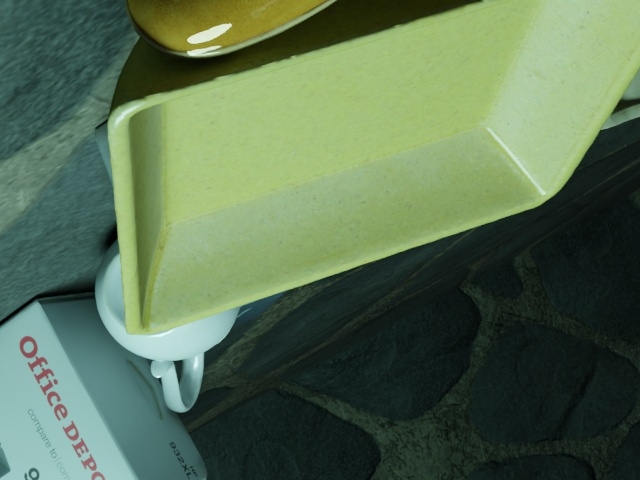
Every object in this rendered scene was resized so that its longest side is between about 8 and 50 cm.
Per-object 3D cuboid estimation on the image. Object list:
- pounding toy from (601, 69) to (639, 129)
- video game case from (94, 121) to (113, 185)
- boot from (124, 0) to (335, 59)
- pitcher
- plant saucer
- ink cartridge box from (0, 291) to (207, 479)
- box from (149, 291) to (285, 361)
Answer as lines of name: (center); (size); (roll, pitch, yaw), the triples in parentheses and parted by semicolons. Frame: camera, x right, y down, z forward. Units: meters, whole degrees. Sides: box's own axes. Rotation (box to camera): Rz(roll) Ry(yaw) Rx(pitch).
pounding toy: (0.342, -0.226, 1.431); (0.270, 0.154, 0.154); (-19, -164, -13)
video game case: (0.010, -0.083, 0.966); (0.244, 0.061, 0.269); (-30, 157, 16)
boot: (0.003, -0.202, 0.511); (0.295, 0.104, 0.211); (-38, 164, 8)
pitcher: (-0.132, 0.072, 1.199); (0.126, 0.177, 0.207); (5, 176, 8)
plant saucer: (0.025, -0.076, 0.794); (0.333, 0.081, 0.333); (-19, 160, -14)
ink cartridge box: (-0.298, 0.223, 1.270); (0.307, 0.223, 0.129); (-35, 169, 17)
box: (-0.086, 0.041, 1.484); (0.183, 0.059, 0.233); (-23, 167, -46)
